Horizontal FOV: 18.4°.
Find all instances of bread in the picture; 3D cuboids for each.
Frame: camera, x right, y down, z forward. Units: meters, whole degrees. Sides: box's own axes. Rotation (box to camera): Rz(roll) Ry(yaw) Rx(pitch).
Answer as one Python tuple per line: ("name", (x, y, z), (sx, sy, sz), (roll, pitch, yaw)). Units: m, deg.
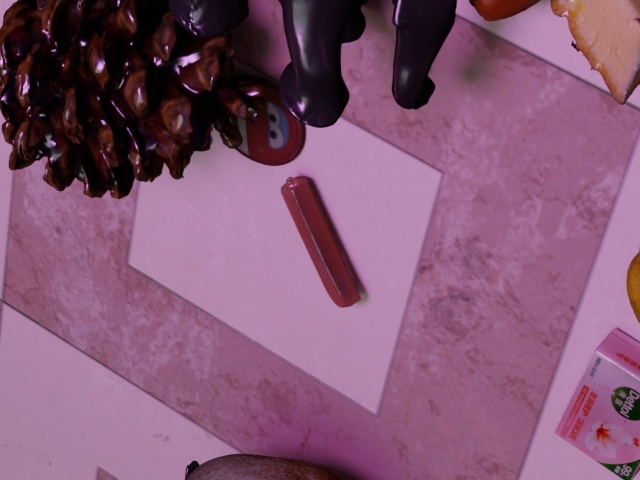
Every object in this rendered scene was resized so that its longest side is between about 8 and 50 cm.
("bread", (0.232, -0.183, 1.622), (0.109, 0.080, 0.084), (34, 132, 12))

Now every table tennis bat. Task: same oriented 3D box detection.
("table tennis bat", (-0.082, -0.125, 1.961), (0.154, 0.019, 0.098), (17, 128, 26))

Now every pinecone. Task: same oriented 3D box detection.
("pinecone", (-0.189, -0.165, 1.876), (0.257, 0.243, 0.243), (-16, 112, 7))

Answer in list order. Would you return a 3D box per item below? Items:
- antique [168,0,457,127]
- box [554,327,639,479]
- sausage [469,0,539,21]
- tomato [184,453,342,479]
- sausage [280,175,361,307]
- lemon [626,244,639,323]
("antique", (-0.011, -0.270, 1.678), (0.322, 0.185, 0.255), (42, 137, 18))
("box", (0.281, 0.154, 1.841), (0.089, 0.043, 0.125), (32, 134, 17))
("sausage", (0.201, -0.283, 1.573), (0.083, 0.089, 0.300), (49, 137, 10))
("tomato", (-0.045, 0.374, 2.079), (0.239, 0.303, 0.303), (3, 120, 39))
("sausage", (-0.001, 0.000, 1.968), (0.030, 0.035, 0.147), (-21, 104, 12))
("lemon", (0.308, 0.044, 1.719), (0.082, 0.082, 0.111), (-11, 107, 43))
